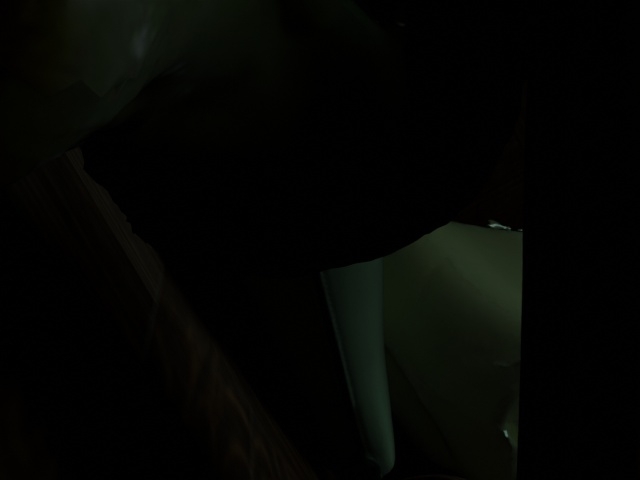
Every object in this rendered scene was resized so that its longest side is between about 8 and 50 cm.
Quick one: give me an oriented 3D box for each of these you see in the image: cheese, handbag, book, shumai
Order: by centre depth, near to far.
[{"bbox_3d":[-0.053,-0.127,0.399,0.283,0.217,0.346,-106,171,-78],"label":"shumai"},{"bbox_3d":[0.088,0.007,0.527,0.269,0.032,0.389,75,18,-88],"label":"book"},{"bbox_3d":[0.000,0.000,0.936,0.315,0.109,0.241,71,5,-48],"label":"handbag"},{"bbox_3d":[0.146,0.067,1.055,0.266,0.127,0.233,8,31,-30],"label":"cheese"}]

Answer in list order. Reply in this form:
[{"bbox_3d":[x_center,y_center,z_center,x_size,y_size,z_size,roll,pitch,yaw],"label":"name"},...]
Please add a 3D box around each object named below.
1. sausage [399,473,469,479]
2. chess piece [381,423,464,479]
[{"bbox_3d":[0.047,0.150,0.748,0.088,0.088,0.433,61,3,8],"label":"sausage"},{"bbox_3d":[0.110,0.188,1.082,0.144,0.144,0.251,59,10,-28],"label":"chess piece"}]
